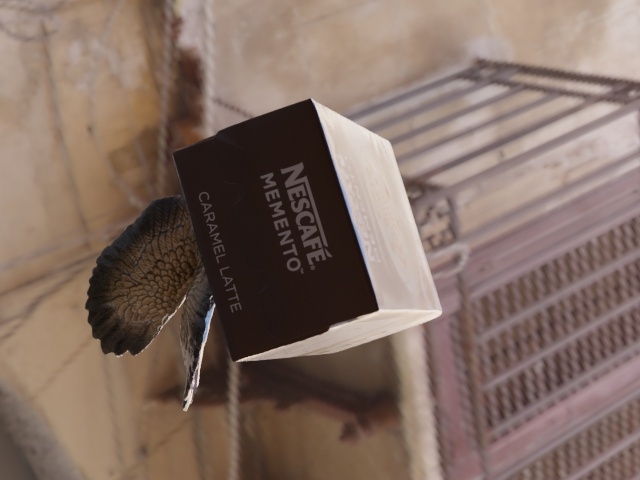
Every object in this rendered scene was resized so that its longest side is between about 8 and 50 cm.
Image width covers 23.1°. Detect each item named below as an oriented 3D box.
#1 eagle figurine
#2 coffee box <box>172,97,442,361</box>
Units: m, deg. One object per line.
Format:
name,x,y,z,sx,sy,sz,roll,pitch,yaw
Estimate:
eagle figurine,-0.145,0.040,1.973,0.225,0.298,0.226,47,-16,1
coffee box,0.000,0.000,1.053,0.098,0.246,0.141,-19,-96,12
